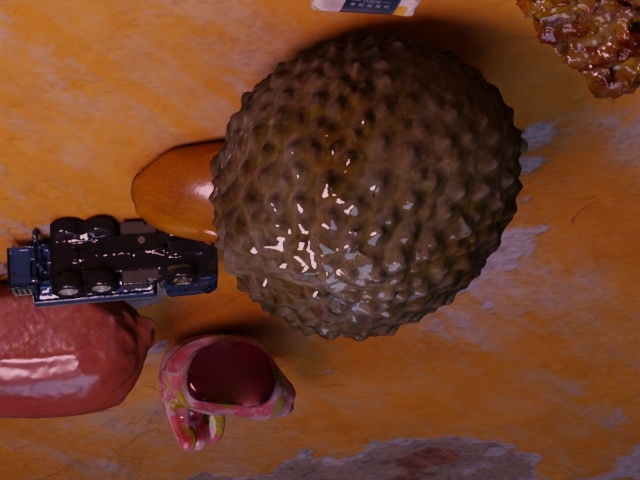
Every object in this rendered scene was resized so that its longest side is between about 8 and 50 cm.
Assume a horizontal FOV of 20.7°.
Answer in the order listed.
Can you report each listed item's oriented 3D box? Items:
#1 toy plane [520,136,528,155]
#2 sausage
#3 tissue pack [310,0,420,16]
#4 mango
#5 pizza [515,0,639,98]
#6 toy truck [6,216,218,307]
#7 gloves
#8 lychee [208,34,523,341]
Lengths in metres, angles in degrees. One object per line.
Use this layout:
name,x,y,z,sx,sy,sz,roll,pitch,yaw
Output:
toy plane,0.133,-0.075,1.580,0.111,0.040,0.102,-3,173,-2
sausage,-0.292,0.111,1.753,0.254,0.148,0.148,-4,154,-6
tissue pack,0.038,-0.198,1.305,0.083,0.042,0.062,3,155,-16
mango,-0.091,-0.039,1.557,0.159,0.084,0.105,-6,148,0
pizza,0.231,-0.170,1.385,0.127,0.058,0.246,-15,150,19
toy truck,-0.197,0.025,1.675,0.201,0.074,0.088,-5,159,-2
gloves,-0.105,0.158,1.926,0.145,0.126,0.241,-23,180,-11
lychee,0.038,-0.038,1.409,0.255,0.274,0.255,5,125,7
